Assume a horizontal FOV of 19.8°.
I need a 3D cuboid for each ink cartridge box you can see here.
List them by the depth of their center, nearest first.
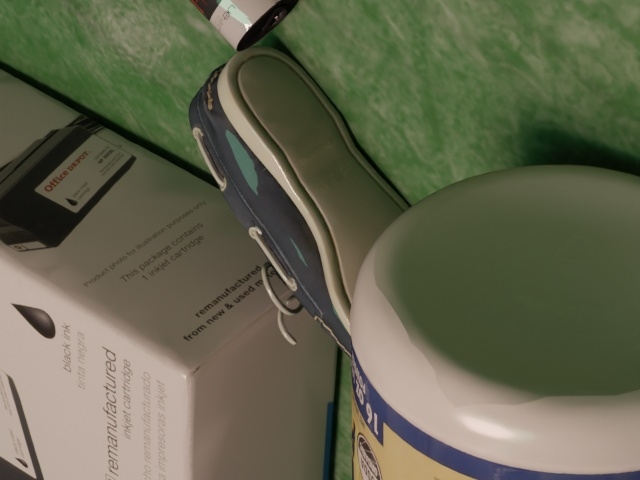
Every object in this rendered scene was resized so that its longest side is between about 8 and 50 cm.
[{"bbox_3d":[-0.190,0.071,1.352,0.395,0.166,0.285,29,136,28],"label":"ink cartridge box"}]

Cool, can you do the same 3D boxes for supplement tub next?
[{"bbox_3d":[0.130,0.142,1.034,0.228,0.228,0.316,25,134,30],"label":"supplement tub"}]

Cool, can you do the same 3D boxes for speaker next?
[{"bbox_3d":[-0.075,-0.182,1.130,0.136,0.055,0.055,48,142,5],"label":"speaker"}]

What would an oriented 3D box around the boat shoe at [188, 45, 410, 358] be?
[{"bbox_3d":[0.000,0.000,1.163,0.254,0.095,0.079,54,140,0],"label":"boat shoe"}]
